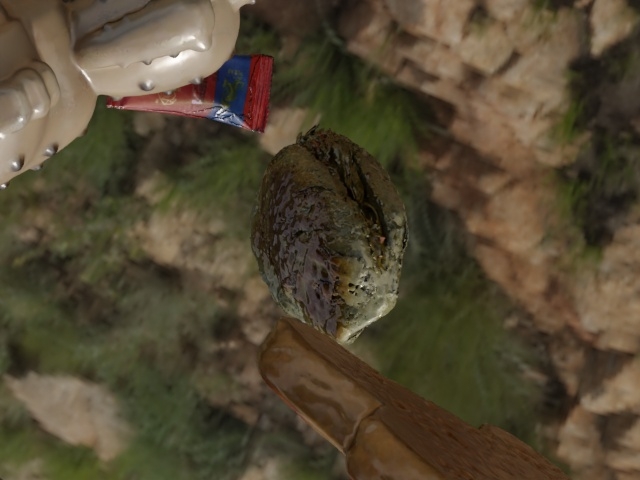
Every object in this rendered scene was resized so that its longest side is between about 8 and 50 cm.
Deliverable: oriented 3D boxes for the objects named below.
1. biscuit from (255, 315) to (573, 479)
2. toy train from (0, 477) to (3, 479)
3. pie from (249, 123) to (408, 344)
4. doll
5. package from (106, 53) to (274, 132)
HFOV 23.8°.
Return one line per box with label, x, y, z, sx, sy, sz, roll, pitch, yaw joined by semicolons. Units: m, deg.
biscuit;0.089;0.116;0.586;0.250;0.036;0.165;30;-173;-31
toy train;-0.362;0.176;1.138;0.300;0.131;0.202;37;174;6
pie;0.000;0.000;1.261;0.193;0.079;0.163;49;132;42
doll;-0.139;-0.118;0.884;0.119;0.278;0.154;67;165;-19
package;-0.129;-0.162;1.542;0.200;0.083;0.022;6;-175;-41
